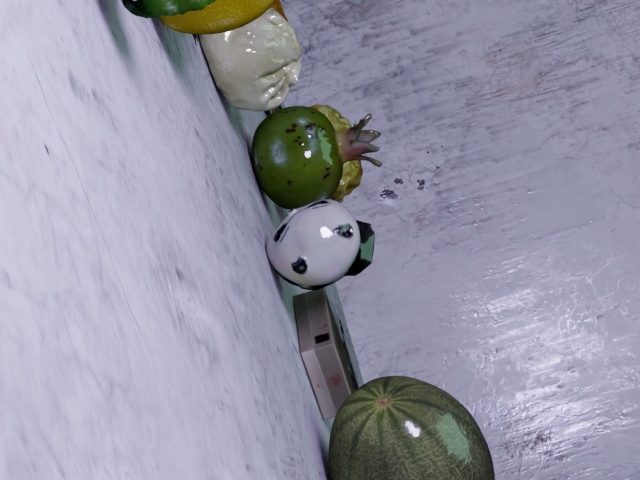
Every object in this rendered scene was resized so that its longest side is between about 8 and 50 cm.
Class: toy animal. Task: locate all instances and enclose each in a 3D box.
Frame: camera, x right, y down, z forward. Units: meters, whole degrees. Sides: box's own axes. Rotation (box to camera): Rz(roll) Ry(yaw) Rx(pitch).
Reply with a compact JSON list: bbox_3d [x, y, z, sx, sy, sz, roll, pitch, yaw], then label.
[{"bbox_3d":[0.000,0.000,1.908,0.138,0.166,0.179,48,-3,12],"label":"toy animal"}]

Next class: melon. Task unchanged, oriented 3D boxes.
[{"bbox_3d":[0.132,0.336,1.809,0.237,0.237,0.301,-102,170,-56],"label":"melon"}]

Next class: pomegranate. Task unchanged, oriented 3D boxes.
[{"bbox_3d":[-0.007,-0.147,2.104,0.181,0.224,0.181,-11,90,-81],"label":"pomegranate"}]

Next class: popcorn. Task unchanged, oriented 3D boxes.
[{"bbox_3d":[-0.012,-0.149,2.406,0.235,0.181,0.217,46,29,-73],"label":"popcorn"}]

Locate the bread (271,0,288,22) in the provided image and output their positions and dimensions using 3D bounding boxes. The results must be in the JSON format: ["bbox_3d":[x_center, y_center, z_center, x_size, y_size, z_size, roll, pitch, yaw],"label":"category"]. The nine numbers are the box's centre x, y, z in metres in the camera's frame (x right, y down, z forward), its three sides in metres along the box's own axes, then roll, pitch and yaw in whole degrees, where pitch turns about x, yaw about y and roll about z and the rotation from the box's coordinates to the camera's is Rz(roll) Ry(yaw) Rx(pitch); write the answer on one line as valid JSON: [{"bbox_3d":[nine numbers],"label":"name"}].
[{"bbox_3d":[-0.135,-0.423,2.079,0.271,0.139,0.077,67,16,-47],"label":"bread"}]

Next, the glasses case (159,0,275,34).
[{"bbox_3d":[-0.131,-0.378,1.504,0.371,0.173,0.141,-104,172,-51],"label":"glasses case"}]

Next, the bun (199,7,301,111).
[{"bbox_3d":[-0.107,-0.306,1.923,0.229,0.145,0.229,-14,90,-85],"label":"bun"}]

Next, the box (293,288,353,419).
[{"bbox_3d":[0.006,0.185,2.050,0.201,0.058,0.141,-99,172,-63],"label":"box"}]

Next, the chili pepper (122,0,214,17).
[{"bbox_3d":[-0.164,-0.394,1.089,0.213,0.167,0.385,-88,162,-75],"label":"chili pepper"}]
